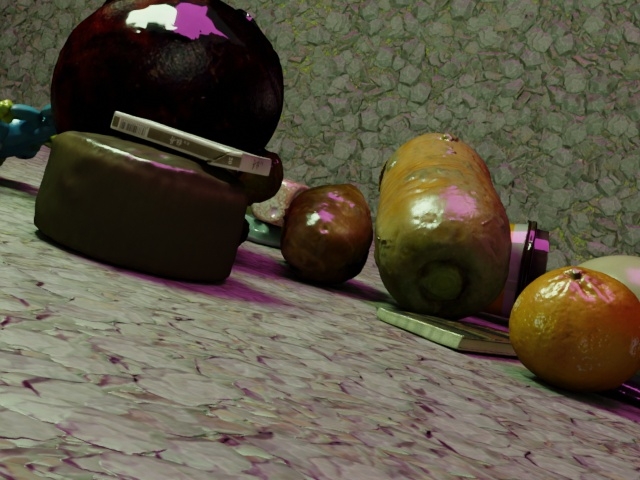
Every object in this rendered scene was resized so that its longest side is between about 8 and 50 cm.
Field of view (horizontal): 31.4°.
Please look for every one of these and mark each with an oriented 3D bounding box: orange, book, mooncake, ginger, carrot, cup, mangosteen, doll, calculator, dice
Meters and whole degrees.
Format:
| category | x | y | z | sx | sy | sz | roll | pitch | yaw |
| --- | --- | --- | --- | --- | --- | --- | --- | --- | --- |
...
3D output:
| category | x | y | z | sx | sy | sz | roll | pitch | yaw |
| --- | --- | --- | --- | --- | --- | --- | --- | --- | --- |
| orange | 0.332 | 0.112 | 1.461 | 0.177 | 0.155 | 0.177 | 17 | 21 | -7 |
| book | 0.210 | 0.135 | 1.640 | 0.228 | 0.024 | 0.160 | 11 | 4 | -45 |
| mooncake | -0.236 | -0.051 | 1.526 | 0.284 | 0.155 | 0.284 | 18 | 4 | -1 |
| ginger | 0.013 | -0.012 | 1.927 | 0.165 | 0.172 | 0.321 | 56 | 0 | -3 |
| carrot | 0.197 | -0.022 | 1.851 | 0.224 | 0.224 | 0.341 | 16 | 31 | -3 |
| cup | 0.281 | 0.045 | 2.092 | 0.279 | 0.196 | 0.196 | 8 | 2 | 12 |
| mangosteen | -0.220 | -0.210 | 1.837 | 0.421 | 0.381 | 0.381 | 44 | -2 | -12 |
| doll | -0.579 | -0.167 | 1.940 | 0.346 | 0.099 | 0.341 | -8 | -8 | 15 |
| calculator | -0.073 | -0.010 | 2.326 | 0.246 | 0.045 | 0.141 | 12 | 7 | -33 |
| dice | -0.077 | -0.077 | 2.257 | 0.094 | 0.091 | 0.093 | 19 | 5 | 31 |

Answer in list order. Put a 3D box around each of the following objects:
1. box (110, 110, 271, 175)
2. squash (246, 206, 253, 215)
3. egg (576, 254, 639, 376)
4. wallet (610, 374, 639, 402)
| category | x | y | z | sx | sy | sz | roll | pitch | yaw |
| --- | --- | --- | --- | --- | --- | --- | --- | --- | --- |
| box | -0.174 | -0.129 | 1.536 | 0.198 | 0.029 | 0.109 | 20 | 5 | 17 |
| squash | -0.251 | -0.105 | 2.339 | 0.247 | 0.132 | 0.132 | 12 | 6 | -38 |
| egg | 0.458 | 0.115 | 1.725 | 0.186 | 0.186 | 0.241 | 12 | -2 | -43 |
| wallet | 0.446 | 0.208 | 1.531 | 0.285 | 0.030 | 0.146 | 20 | 11 | 27 |
